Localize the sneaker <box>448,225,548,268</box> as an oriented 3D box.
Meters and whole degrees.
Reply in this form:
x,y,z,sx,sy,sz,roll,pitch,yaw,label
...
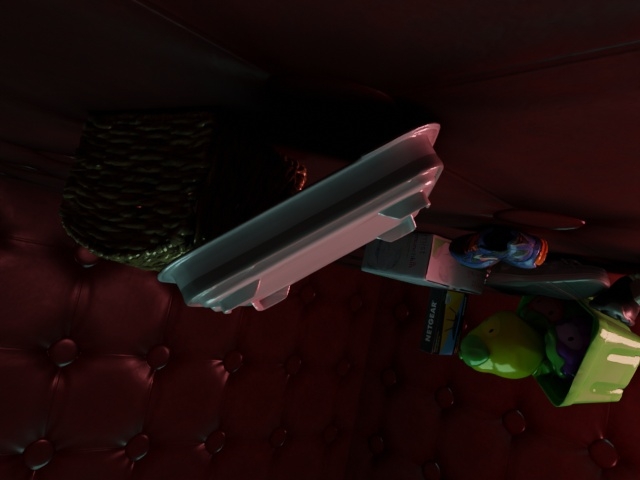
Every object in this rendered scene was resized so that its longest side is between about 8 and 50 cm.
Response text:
x,y,z,sx,sy,sz,roll,pitch,yaw,label
0.343,0.005,1.003,0.087,0.083,0.221,29,162,-26,sneaker

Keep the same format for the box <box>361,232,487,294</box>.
x,y,z,sx,sy,sz,roll,pitch,yaw,label
0.291,0.063,1.380,0.261,0.127,0.231,16,173,-38,box

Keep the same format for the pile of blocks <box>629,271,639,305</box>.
x,y,z,sx,sy,sz,roll,pitch,yaw,label
0.765,0.103,1.047,0.362,0.149,0.112,4,139,-48,pile of blocks

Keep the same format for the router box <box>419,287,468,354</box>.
x,y,z,sx,sy,sz,roll,pitch,yaw,label
0.350,0.229,1.395,0.133,0.179,0.046,12,178,-42,router box

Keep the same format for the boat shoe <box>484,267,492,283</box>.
x,y,z,sx,sy,sz,roll,pitch,yaw,label
0.618,0.134,1.748,0.183,0.065,0.083,10,176,27,boat shoe

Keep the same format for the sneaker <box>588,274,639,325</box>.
x,y,z,sx,sy,sz,roll,pitch,yaw,label
0.709,0.131,1.168,0.101,0.106,0.267,30,-166,30,sneaker

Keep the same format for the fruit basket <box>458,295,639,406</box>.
x,y,z,sx,sy,sz,roll,pitch,yaw,label
0.565,0.244,1.295,0.391,0.283,0.392,14,-162,-5,fruit basket

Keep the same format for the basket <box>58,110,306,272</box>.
x,y,z,sx,sy,sz,roll,pitch,yaw,label
-0.205,-0.054,0.744,0.299,0.214,0.223,8,173,33,basket

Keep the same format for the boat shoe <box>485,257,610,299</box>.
x,y,z,sx,sy,sz,roll,pitch,yaw,label
0.555,0.080,1.232,0.118,0.103,0.320,25,165,-23,boat shoe

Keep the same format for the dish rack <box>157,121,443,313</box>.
x,y,z,sx,sy,sz,roll,pitch,yaw,label
0.000,0.000,0.602,0.332,0.072,0.285,-28,172,2,dish rack
